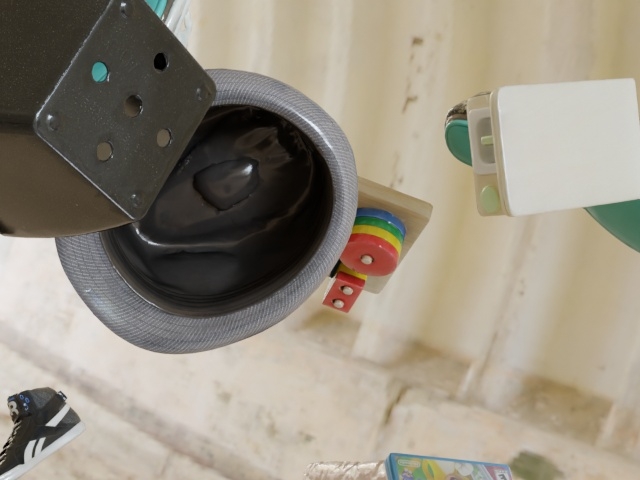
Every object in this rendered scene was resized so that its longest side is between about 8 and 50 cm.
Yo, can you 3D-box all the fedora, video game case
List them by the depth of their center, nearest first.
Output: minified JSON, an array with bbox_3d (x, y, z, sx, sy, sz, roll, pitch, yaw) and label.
[{"bbox_3d":[0.121,0.250,0.944,0.119,0.015,0.166,11,44,-23],"label":"video game case"},{"bbox_3d":[-0.102,-0.037,1.086,0.243,0.275,0.124,50,7,-15],"label":"fedora"}]

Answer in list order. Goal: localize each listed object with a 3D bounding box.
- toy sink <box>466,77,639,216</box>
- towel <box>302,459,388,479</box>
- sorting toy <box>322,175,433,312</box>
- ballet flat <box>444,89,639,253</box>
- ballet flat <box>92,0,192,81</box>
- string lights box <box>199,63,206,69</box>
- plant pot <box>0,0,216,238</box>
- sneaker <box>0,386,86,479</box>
[{"bbox_3d":[0.266,-0.111,1.432,0.234,0.152,0.131,-9,3,-34],"label":"toy sink"},{"bbox_3d":[0.059,0.447,1.530,0.053,0.317,0.332,1,-11,-24],"label":"towel"},{"bbox_3d":[0.000,0.000,1.736,0.257,0.089,0.255,21,-32,-5],"label":"sorting toy"},{"bbox_3d":[0.415,-0.132,1.813,0.483,0.182,0.164,30,-34,37],"label":"ballet flat"},{"bbox_3d":[-0.170,-0.269,1.234,0.139,0.400,0.139,24,-6,3],"label":"ballet flat"},{"bbox_3d":[-0.218,-0.109,1.510,0.133,0.259,0.077,38,29,1],"label":"string lights box"},{"bbox_3d":[-0.194,-0.111,0.872,0.167,0.187,0.188,13,-24,39],"label":"plant pot"},{"bbox_3d":[-0.498,0.319,1.919,0.121,0.079,0.217,55,41,1],"label":"sneaker"}]
